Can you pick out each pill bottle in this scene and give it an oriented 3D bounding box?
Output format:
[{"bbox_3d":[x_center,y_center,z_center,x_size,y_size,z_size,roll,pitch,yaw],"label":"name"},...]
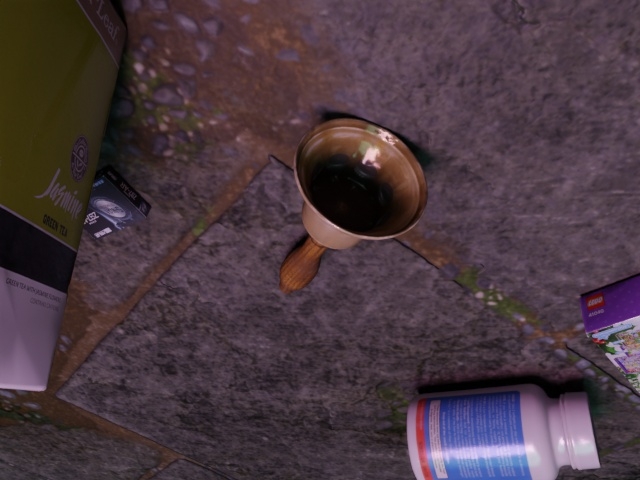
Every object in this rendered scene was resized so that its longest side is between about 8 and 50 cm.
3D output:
[{"bbox_3d":[0.232,0.250,0.835,0.221,0.124,0.124,-11,131,22],"label":"pill bottle"}]

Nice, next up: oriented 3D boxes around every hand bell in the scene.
[{"bbox_3d":[0.000,0.000,0.669,0.126,0.126,0.242,20,146,-9],"label":"hand bell"}]

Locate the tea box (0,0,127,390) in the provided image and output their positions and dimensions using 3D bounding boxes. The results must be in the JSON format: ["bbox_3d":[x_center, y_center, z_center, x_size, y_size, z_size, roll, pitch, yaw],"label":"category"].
[{"bbox_3d":[-0.298,-0.088,0.392,0.220,0.323,0.329,8,166,4],"label":"tea box"}]

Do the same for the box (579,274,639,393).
[{"bbox_3d":[0.453,0.082,0.671,0.293,0.057,0.201,-28,123,33],"label":"box"}]

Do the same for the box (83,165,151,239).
[{"bbox_3d":[-0.240,-0.040,0.720,0.083,0.018,0.067,-20,127,28],"label":"box"}]
